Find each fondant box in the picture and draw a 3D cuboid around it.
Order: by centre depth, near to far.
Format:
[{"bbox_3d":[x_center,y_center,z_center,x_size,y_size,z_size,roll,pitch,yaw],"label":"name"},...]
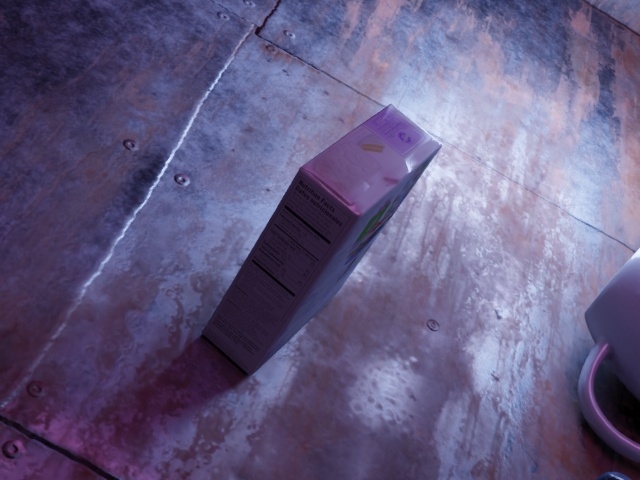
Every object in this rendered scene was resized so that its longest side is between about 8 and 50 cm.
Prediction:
[{"bbox_3d":[0.000,0.000,1.280,0.096,0.330,0.238,41,40,7],"label":"fondant box"}]

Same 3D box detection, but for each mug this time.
[{"bbox_3d":[0.578,0.195,1.559,0.328,0.276,0.374,42,71,17],"label":"mug"}]

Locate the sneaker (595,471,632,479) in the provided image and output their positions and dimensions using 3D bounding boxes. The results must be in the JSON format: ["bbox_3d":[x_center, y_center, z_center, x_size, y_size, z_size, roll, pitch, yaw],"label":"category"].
[{"bbox_3d":[0.479,0.446,1.355,0.122,0.110,0.283,-18,71,-50],"label":"sneaker"}]
